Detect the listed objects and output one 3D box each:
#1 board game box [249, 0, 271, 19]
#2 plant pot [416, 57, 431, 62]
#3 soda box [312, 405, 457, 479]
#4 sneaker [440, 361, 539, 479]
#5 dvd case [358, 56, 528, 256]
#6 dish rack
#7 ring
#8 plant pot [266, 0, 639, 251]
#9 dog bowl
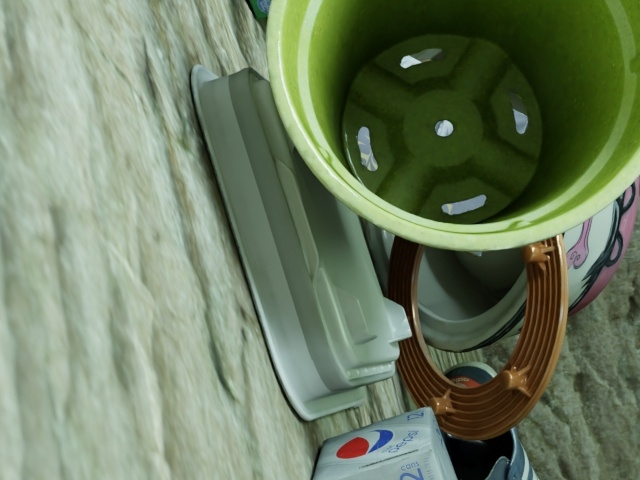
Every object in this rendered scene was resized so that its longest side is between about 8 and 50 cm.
[{"bbox_3d":[-0.003,-0.356,1.117,0.317,0.214,0.046,66,10,-61],"label":"board game box"},{"bbox_3d":[0.066,-0.120,1.303,0.167,0.165,0.166,-18,90,-80],"label":"plant pot"},{"bbox_3d":[0.084,0.275,0.840,0.098,0.091,0.286,-66,137,-79],"label":"soda box"},{"bbox_3d":[0.236,0.343,1.564,0.350,0.131,0.148,65,16,-2],"label":"sneaker"},{"bbox_3d":[0.100,-0.100,1.207,0.164,0.221,0.018,-69,-162,-9],"label":"dvd case"},{"bbox_3d":[0.000,0.000,0.974,0.333,0.072,0.285,20,52,-77],"label":"dish rack"},{"bbox_3d":[0.161,0.058,1.320,0.337,0.032,0.336,-14,-106,61],"label":"ring"},{"bbox_3d":[0.103,-0.112,0.887,0.254,0.276,0.276,87,-14,-82],"label":"plant pot"},{"bbox_3d":[0.218,-0.068,1.417,0.408,0.150,0.407,-4,-95,61],"label":"dog bowl"}]
